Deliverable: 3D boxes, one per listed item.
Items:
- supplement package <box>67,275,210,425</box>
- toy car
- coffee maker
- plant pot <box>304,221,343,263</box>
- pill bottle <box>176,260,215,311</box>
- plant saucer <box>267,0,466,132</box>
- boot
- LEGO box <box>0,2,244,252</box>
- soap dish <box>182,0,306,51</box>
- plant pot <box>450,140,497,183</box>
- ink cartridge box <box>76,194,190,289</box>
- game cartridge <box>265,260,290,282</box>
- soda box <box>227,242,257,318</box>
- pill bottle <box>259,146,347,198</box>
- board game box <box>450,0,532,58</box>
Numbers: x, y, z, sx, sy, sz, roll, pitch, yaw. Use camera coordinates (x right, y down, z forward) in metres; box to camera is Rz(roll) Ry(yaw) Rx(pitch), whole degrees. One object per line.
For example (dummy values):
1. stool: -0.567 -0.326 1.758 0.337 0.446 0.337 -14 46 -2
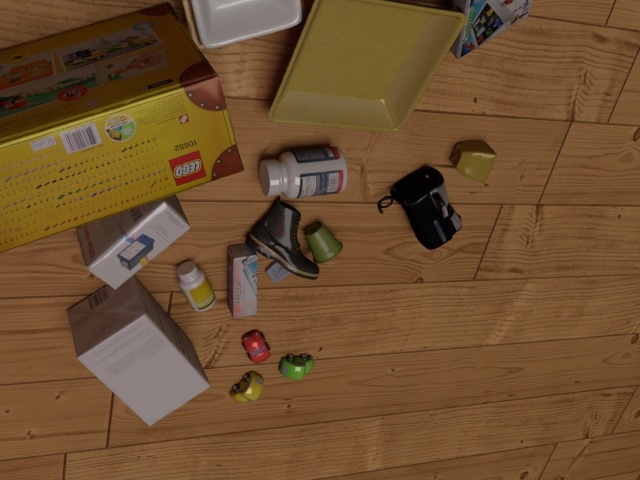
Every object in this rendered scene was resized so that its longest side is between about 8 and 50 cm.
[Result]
1. supplement package: -0.417 0.252 1.802 0.177 0.175 0.293 -33 130 -3
2. toy car: -0.116 0.344 2.087 0.225 0.053 0.239 1 122 -25
3. coffee maker: 0.249 -0.072 1.945 0.171 0.120 0.178 -17 131 16
4. plant pot: 0.000 0.000 1.893 0.083 0.083 0.079 -33 118 -1
5. pill bottle: -0.294 0.106 1.830 0.065 0.065 0.116 -26 130 -7
6. plant saucer: 0.081 -0.376 1.614 0.333 0.081 0.332 1 141 -26
7. boot: -0.058 -0.002 1.844 0.198 0.077 0.137 29 102 -24
8. LEGO box: -0.434 -0.202 1.351 0.500 0.372 0.193 -20 129 -11
9. soap dish: -0.159 -0.514 1.427 0.229 0.118 0.291 -19 128 -12
10. plant pot: 0.370 -0.200 1.923 0.083 0.081 0.081 10 118 -19
11. ink cartridge box: -0.394 -0.026 1.633 0.212 0.154 0.093 -38 131 3
12. game cartridge: -0.092 0.065 1.929 0.083 0.017 0.056 -34 134 0
13. soda box: -0.189 0.098 1.879 0.063 0.058 0.183 -9 126 -19
14. pill bottle: -0.040 -0.149 1.744 0.180 0.108 0.108 -8 125 -20
15. board game box: 0.361 -0.506 1.612 0.193 0.053 0.305 -32 167 -2
